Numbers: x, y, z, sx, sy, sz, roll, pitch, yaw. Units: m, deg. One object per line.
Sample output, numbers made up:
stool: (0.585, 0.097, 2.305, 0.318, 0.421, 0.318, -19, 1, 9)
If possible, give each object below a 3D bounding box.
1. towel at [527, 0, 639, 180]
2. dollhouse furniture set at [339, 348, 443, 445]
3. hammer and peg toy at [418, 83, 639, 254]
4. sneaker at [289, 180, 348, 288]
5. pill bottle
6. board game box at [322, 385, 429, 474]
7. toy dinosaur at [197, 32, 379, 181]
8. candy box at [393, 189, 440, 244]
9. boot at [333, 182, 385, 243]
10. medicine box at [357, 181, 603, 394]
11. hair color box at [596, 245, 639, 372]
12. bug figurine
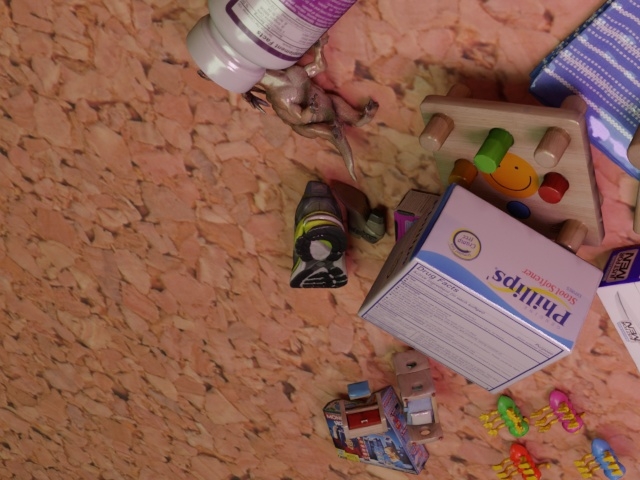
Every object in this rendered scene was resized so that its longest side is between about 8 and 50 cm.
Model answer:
towel: (0.466, -0.235, 1.509, 0.243, 0.040, 0.336, 40, 138, -4)
dollhouse furniture set: (0.126, 0.308, 2.095, 0.183, 0.129, 0.129, -12, 125, 2)
hammer and peg toy: (0.332, -0.088, 1.623, 0.361, 0.127, 0.266, 12, 142, 32)
sneaker: (0.000, 0.000, 1.992, 0.111, 0.121, 0.300, 2, 153, -5)
pill bottle: (-0.055, -0.356, 1.598, 0.169, 0.169, 0.301, 45, 118, -8)
board game box: (0.109, 0.379, 2.281, 0.194, 0.060, 0.194, 7, 129, 30)
toy dinosaur: (-0.039, -0.224, 1.808, 0.200, 0.127, 0.296, -4, 137, 46)
candy box: (0.245, 0.017, 1.858, 0.233, 0.071, 0.159, 15, 134, 24)
boot: (0.063, -0.042, 1.955, 0.118, 0.042, 0.087, 37, 147, 11)
medicine box: (0.236, 0.083, 1.695, 0.263, 0.149, 0.289, 31, 154, -3)
hair color box: (0.607, 0.087, 1.649, 0.338, 0.110, 0.185, -13, 120, 39)
bug figurine: (0.429, 0.373, 2.051, 0.279, 0.072, 0.216, -15, 111, 47)
